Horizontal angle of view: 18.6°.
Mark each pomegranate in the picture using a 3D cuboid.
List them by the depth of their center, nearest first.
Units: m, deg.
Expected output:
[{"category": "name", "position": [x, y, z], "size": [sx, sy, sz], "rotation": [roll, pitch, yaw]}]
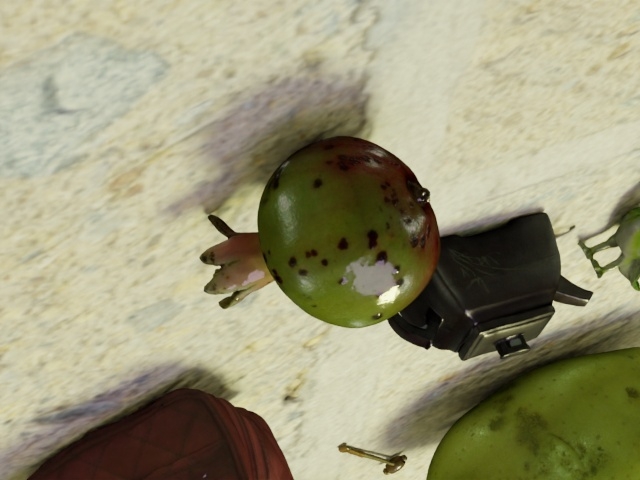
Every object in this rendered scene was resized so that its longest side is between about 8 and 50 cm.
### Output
[{"category": "pomegranate", "position": [0.005, 0.000, 1.297], "size": [0.129, 0.129, 0.159], "rotation": [-3, 167, -41]}]

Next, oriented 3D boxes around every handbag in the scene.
[{"category": "handbag", "position": [-0.133, 0.221, 1.580], "size": [0.225, 0.146, 0.135], "rotation": [-29, 159, 13]}]

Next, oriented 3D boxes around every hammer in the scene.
[{"category": "hammer", "position": [0.049, 0.210, 1.902], "size": [0.029, 0.014, 0.123], "rotation": [-41, 150, 13]}]

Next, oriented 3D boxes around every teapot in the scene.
[{"category": "teapot", "position": [0.135, 0.050, 1.549], "size": [0.177, 0.096, 0.087], "rotation": [-13, 154, -25]}]

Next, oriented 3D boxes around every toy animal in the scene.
[{"category": "toy animal", "position": [0.257, 0.013, 1.669], "size": [0.075, 0.041, 0.217], "rotation": [-23, 161, -10]}]

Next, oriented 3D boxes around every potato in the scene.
[{"category": "potato", "position": [0.245, 0.223, 1.878], "size": [0.304, 0.216, 0.216], "rotation": [-18, 156, -5]}]
